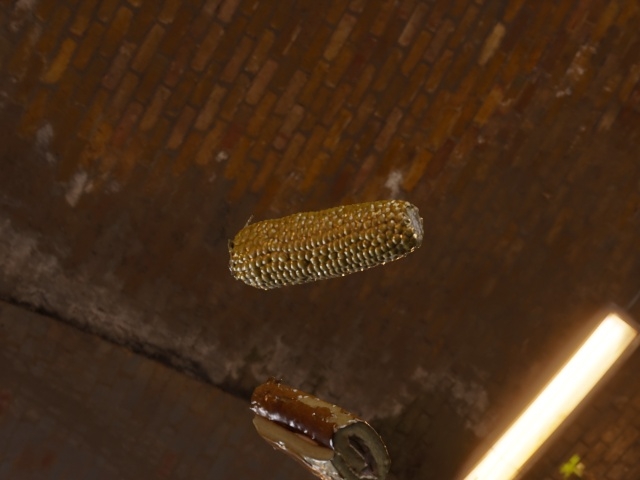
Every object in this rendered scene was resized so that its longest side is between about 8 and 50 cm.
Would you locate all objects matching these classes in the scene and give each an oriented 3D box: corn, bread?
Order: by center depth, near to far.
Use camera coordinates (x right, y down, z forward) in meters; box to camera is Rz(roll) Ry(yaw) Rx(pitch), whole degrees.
[{"bbox_3d":[-0.003,0.105,0.458,0.036,0.083,0.047,-45,-62,-21],"label":"bread"},{"bbox_3d":[0.002,0.004,1.080,0.091,0.260,0.091,59,-147,-31],"label":"corn"}]
